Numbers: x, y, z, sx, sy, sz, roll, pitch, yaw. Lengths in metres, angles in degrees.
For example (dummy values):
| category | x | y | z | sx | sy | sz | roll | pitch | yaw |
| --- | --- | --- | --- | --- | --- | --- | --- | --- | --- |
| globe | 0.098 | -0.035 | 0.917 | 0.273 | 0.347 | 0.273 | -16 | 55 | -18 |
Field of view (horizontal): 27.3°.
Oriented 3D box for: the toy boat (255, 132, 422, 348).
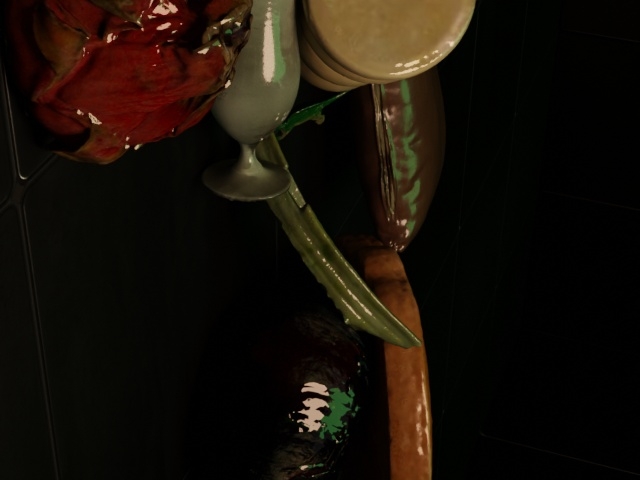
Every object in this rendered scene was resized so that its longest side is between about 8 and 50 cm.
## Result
| category | x | y | z | sx | sy | sz | roll | pitch | yaw |
| --- | --- | --- | --- | --- | --- | --- | --- | --- | --- |
| toy boat | 0.000 | 0.000 | 1.347 | 0.055 | 0.293 | 0.093 | -34 | -176 | -2 |

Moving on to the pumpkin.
| category | x | y | z | sx | sy | sz | roll | pitch | yaw |
| --- | --- | --- | --- | --- | --- | --- | --- | --- | --- |
| pumpkin | -0.038 | 0.180 | 1.428 | 0.233 | 0.163 | 0.233 | 18 | 90 | -85 |

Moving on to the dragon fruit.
| category | x | y | z | sx | sy | sz | roll | pitch | yaw |
| --- | --- | --- | --- | --- | --- | --- | --- | --- | --- |
| dragon fruit | -0.108 | -0.159 | 0.943 | 0.218 | 0.148 | 0.224 | -19 | 118 | -67 |

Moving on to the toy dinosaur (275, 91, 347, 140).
| category | x | y | z | sx | sy | sz | roll | pitch | yaw |
| --- | --- | --- | --- | --- | --- | --- | --- | --- | --- |
| toy dinosaur | -0.012 | -0.140 | 1.427 | 0.060 | 0.119 | 0.029 | 147 | -80 | -79 |

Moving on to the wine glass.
| category | x | y | z | sx | sy | sz | roll | pitch | yaw |
| --- | --- | --- | --- | --- | --- | --- | --- | --- | --- |
| wine glass | -0.064 | -0.145 | 1.222 | 0.093 | 0.092 | 0.202 | -54 | 153 | -55 |

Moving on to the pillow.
| category | x | y | z | sx | sy | sz | roll | pitch | yaw |
| --- | --- | --- | --- | --- | --- | --- | --- | --- | --- |
| pillow | 0.098 | -0.187 | 1.662 | 0.305 | 0.108 | 0.308 | -67 | 152 | -60 |

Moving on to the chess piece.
| category | x | y | z | sx | sy | sz | roll | pitch | yaw |
| --- | --- | --- | --- | --- | --- | --- | --- | --- | --- |
| chess piece | 0.040 | -0.219 | 1.316 | 0.299 | 0.167 | 0.167 | 163 | -59 | -80 |

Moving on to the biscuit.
| category | x | y | z | sx | sy | sz | roll | pitch | yaw |
| --- | --- | --- | --- | --- | --- | --- | --- | --- | --- |
| biscuit | 0.063 | 0.165 | 1.580 | 0.455 | 0.078 | 0.350 | -113 | -161 | -65 |
